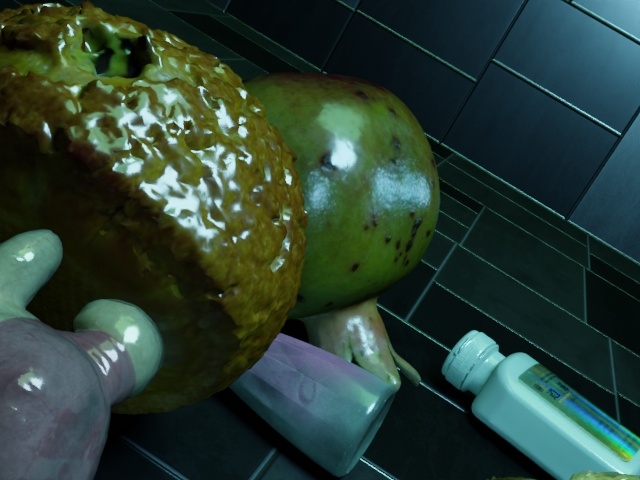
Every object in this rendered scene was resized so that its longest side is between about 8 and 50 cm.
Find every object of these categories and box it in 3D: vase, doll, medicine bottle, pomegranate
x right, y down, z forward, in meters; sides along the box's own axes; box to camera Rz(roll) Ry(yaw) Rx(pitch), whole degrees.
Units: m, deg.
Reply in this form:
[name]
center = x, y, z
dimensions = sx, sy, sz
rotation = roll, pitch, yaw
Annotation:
[vase]
center = -0.049, 0.104, 0.815
dimensions = 0.214, 0.086, 0.086
rotation = 30, 16, 14
[doll]
center = -0.220, 0.053, 0.476
dimensions = 0.256, 0.196, 0.152
rotation = 30, -25, -2
[medicine bottle]
center = 0.236, 0.187, 1.046
dimensions = 0.229, 0.083, 0.121
rotation = 36, 20, 23
[pomegranate]
center = -0.018, -0.007, 0.981
dimensions = 0.291, 0.323, 0.291
rotation = -2, 13, 1

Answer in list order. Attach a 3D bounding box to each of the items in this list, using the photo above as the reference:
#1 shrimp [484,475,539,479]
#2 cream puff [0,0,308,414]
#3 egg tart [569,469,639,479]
[shrimp]
center = 0.086, 0.212, 0.621
dimensions = 0.058, 0.173, 0.253
rotation = 53, -9, 6
[cream puff]
center = -0.142, -0.027, 0.646
dimensions = 0.303, 0.303, 0.212
rotation = 30, 53, -2
[egg tart]
center = 0.281, 0.294, 0.798
dimensions = 0.252, 0.098, 0.232
rotation = 16, 28, -29
